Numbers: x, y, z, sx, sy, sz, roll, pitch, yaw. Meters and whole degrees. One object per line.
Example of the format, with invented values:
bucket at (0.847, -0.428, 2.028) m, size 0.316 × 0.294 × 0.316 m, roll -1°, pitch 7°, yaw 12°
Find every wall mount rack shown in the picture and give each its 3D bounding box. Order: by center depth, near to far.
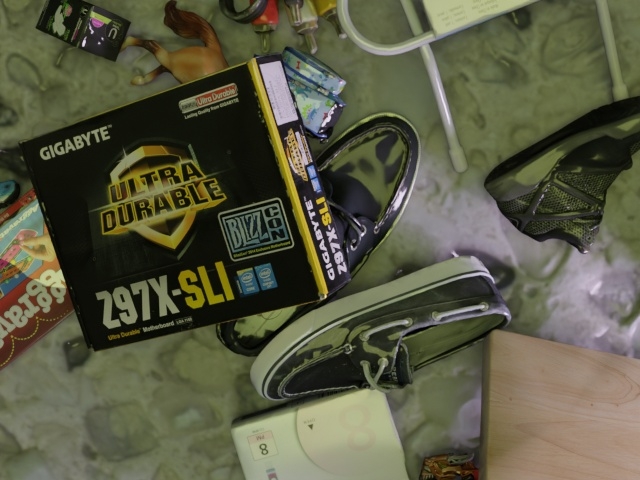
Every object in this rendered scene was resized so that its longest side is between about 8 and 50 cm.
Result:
wall mount rack at (0.204, -0.255, 1.368) m, size 0.350 × 0.130 × 0.304 m, roll -21°, pitch 91°, yaw 4°

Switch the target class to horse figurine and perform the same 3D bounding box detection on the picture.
horse figurine at (-0.152, -0.145, 1.392) m, size 0.174 × 0.066 × 0.263 m, roll 4°, pitch 94°, yaw 27°

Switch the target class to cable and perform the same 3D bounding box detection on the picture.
cable at (-0.053, -0.356, 1.408) m, size 0.139 × 0.072 × 0.287 m, roll -8°, pitch 83°, yaw 12°

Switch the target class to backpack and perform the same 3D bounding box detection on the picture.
backpack at (-0.030, -0.171, 1.381) m, size 0.114 × 0.105 × 0.084 m, roll 26°, pitch 95°, yaw -9°

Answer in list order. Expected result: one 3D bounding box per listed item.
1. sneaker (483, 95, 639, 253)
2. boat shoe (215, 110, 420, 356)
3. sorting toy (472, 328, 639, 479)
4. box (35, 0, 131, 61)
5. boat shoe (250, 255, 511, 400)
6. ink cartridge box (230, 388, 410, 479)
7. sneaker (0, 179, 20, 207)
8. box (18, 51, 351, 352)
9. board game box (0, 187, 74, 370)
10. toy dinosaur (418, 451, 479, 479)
sneaker at (0.314, -0.072, 1.390) m, size 0.227 × 0.087 × 0.130 m, roll -31°, pitch 105°, yaw 14°
boat shoe at (-0.004, -0.002, 1.399) m, size 0.127 × 0.113 × 0.340 m, roll 43°, pitch 96°, yaw -4°
sorting toy at (0.287, 0.254, 1.364) m, size 0.257 × 0.089 × 0.255 m, roll 13°, pitch 62°, yaw -12°
box at (-0.269, -0.244, 1.390) m, size 0.083 × 0.062 × 0.052 m, roll 29°, pitch 98°, yaw 38°
boat shoe at (0.070, 0.122, 1.390) m, size 0.301 × 0.108 × 0.102 m, roll -22°, pitch 51°, yaw -7°
ink cartridge box at (0.016, 0.298, 1.461) m, size 0.189 × 0.066 × 0.232 m, roll -17°, pitch 91°, yaw 3°
sneaker at (-0.433, -0.067, 1.431) m, size 0.162 × 0.063 × 0.073 m, roll 1°, pitch 93°, yaw 1°
box at (-0.151, -0.034, 1.332) m, size 0.322 × 0.079 × 0.257 m, roll -14°, pitch 98°, yaw 28°
board game box at (-0.392, 0.072, 1.462) m, size 0.281 × 0.027 × 0.145 m, roll -39°, pitch 95°, yaw 5°
toy dinosaur at (0.260, 0.356, 1.420) m, size 0.322 × 0.164 × 0.218 m, roll 17°, pitch 80°, yaw 20°
